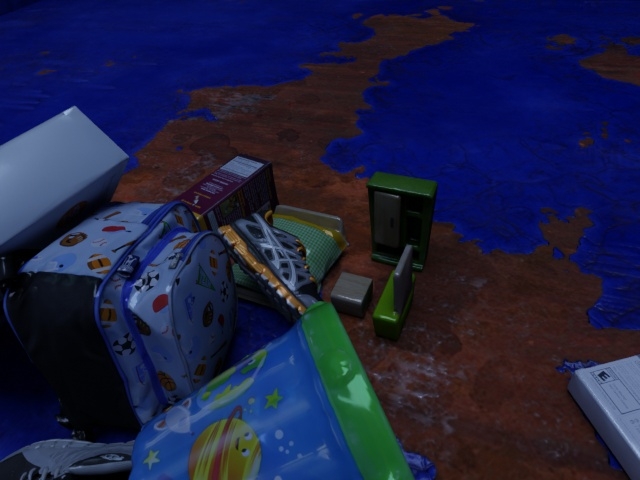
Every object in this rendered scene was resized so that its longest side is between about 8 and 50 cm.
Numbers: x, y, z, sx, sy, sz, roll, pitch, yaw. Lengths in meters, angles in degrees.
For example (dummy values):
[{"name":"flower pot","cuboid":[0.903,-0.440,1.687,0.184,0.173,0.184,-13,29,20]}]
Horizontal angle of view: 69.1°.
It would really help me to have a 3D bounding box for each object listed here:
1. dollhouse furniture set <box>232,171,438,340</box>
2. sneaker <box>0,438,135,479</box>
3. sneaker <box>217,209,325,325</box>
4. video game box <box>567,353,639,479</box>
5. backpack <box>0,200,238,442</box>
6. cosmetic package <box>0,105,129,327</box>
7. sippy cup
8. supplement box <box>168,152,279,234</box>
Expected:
[{"name":"dollhouse furniture set","cuboid":[0.000,0.000,0.704,0.302,0.151,0.197,13,46,21]},{"name":"sneaker","cuboid":[-0.268,0.246,0.469,0.229,0.132,0.086,-9,73,-3]},{"name":"sneaker","cuboid":[-0.047,0.035,0.616,0.083,0.084,0.215,-36,67,-20]},{"name":"video game box","cuboid":[0.410,0.211,0.493,0.187,0.048,0.205,-14,42,-4]},{"name":"backpack","cuboid":[-0.221,0.072,0.589,0.213,0.276,0.263,1,34,-1]},{"name":"cosmetic package","cuboid":[-0.421,0.025,0.601,0.097,0.377,0.284,43,51,-10]},{"name":"sippy cup","cuboid":[-0.042,0.208,0.441,0.224,0.305,0.239,-25,72,-3]},{"name":"supplement box","cuboid":[-0.167,-0.062,0.832,0.081,0.104,0.188,21,49,28]}]
